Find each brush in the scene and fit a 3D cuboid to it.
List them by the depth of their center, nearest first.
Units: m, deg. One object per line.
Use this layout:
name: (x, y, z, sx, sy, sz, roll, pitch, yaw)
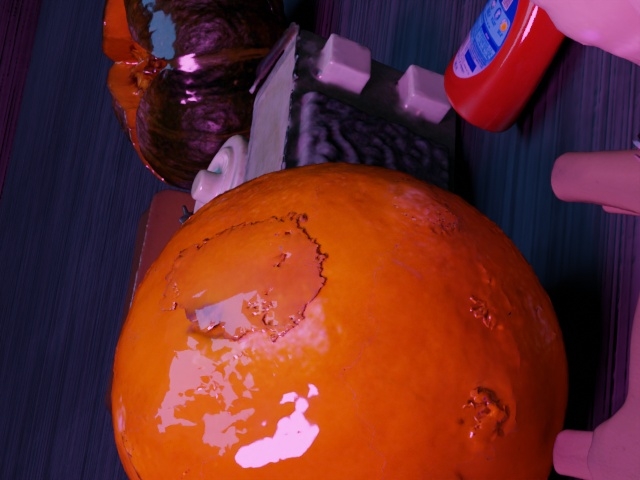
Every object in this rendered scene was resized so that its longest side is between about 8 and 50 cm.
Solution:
brush: (-0.102, 0.064, 1.478, 0.059, 0.123, 0.197, 142, 141, -65)

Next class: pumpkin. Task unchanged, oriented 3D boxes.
pumpkin: (-0.102, -0.160, 1.594, 0.238, 0.159, 0.238, 173, 90, -67)

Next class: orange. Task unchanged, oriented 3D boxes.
orange: (0.011, 0.080, 0.956, 0.246, 0.246, 0.246, -165, 90, -71)

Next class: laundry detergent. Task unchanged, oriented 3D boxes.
laundry detergent: (0.134, -0.151, 1.097, 0.097, 0.049, 0.165, -95, 30, -54)

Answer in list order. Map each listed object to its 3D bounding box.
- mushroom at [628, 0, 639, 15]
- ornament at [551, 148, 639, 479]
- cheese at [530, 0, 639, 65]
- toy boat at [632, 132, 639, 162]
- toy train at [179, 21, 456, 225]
mushroom: (0.197, -0.215, 0.581, 0.325, 0.353, 0.353, 118, 164, -79)
ornament: (0.171, 0.068, 0.791, 0.245, 0.061, 0.230, 3, 79, 64)
cheese: (0.181, -0.229, 0.896, 0.233, 0.127, 0.266, 140, 142, -60)
toy boat: (0.187, 0.019, 0.582, 0.066, 0.210, 0.084, -59, 12, 6)
toy train: (0.000, 0.000, 1.193, 0.188, 0.159, 0.271, -53, 22, 41)
